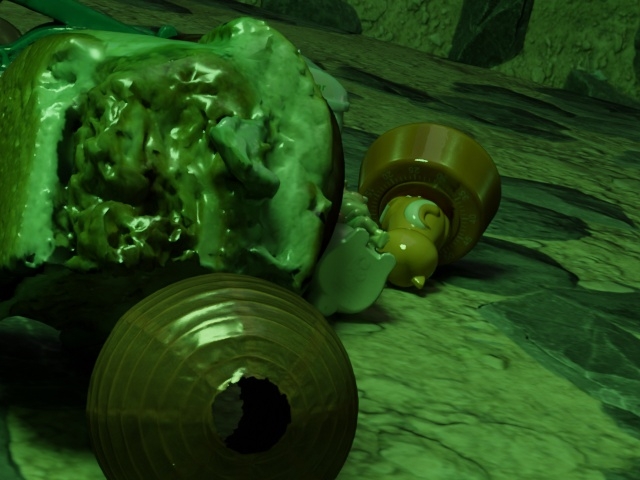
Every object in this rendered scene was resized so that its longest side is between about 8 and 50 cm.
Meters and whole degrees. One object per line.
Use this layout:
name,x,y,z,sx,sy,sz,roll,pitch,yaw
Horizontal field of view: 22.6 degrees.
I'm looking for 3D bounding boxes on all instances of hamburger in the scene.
hamburger,-0.112,-0.034,0.940,0.168,0.192,0.288,18,-19,-25

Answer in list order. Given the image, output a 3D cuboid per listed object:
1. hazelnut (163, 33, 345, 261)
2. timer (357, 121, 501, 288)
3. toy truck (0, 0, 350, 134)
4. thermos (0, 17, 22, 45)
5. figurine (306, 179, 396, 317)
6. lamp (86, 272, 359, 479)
hazelnut,-0.100,-0.058,1.176,0.229,0.229,0.229,11,13,-3
timer,0.083,-0.011,1.407,0.132,0.132,0.152,13,37,7
toy truck,-0.152,-0.119,1.461,0.363,0.178,0.176,14,13,-18
thermos,-0.358,-0.163,1.669,0.109,0.136,0.330,36,4,-22
figurine,0.007,0.006,1.288,0.098,0.081,0.146,-30,25,-11
lamp,-0.048,0.083,0.800,0.136,0.136,0.136,11,13,-3
